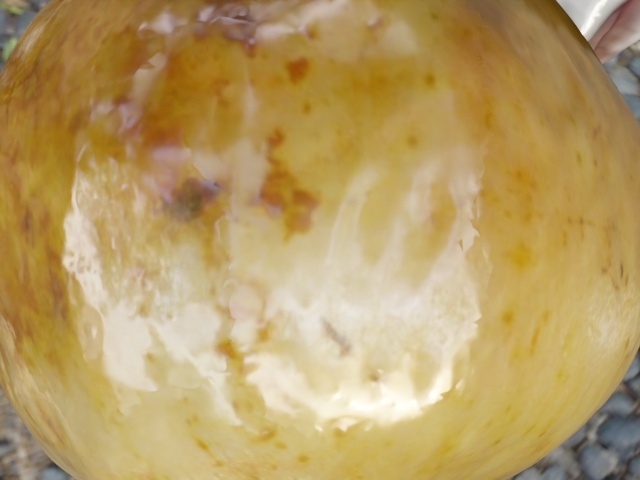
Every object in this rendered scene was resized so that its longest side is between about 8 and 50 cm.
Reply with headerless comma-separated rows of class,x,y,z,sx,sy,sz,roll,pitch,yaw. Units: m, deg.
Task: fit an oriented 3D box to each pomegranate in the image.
pomegranate,0.000,0.000,0.602,0.248,0.248,0.248,1,92,16

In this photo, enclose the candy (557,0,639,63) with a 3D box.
candy,0.063,-0.132,0.794,0.157,0.214,0.289,43,139,-10
